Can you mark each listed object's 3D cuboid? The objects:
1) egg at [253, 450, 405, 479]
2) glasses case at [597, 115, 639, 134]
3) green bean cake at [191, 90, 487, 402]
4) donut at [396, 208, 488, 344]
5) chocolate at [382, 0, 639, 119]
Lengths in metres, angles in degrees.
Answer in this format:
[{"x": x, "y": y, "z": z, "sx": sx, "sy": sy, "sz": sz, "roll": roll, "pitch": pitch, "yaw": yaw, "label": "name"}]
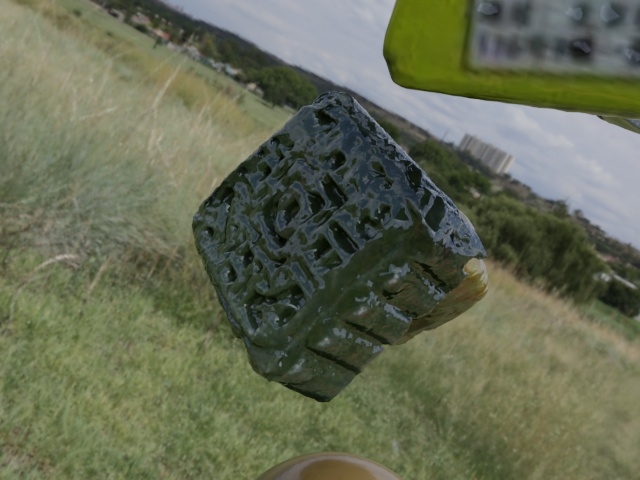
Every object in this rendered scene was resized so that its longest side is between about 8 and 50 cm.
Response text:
[{"x": 0.003, "y": 0.432, "z": 0.871, "sx": 0.301, "sy": 0.374, "sz": 0.301, "roll": 12, "pitch": 42, "yaw": -11, "label": "egg"}, {"x": 0.485, "y": -0.195, "z": 0.810, "sx": 0.083, "sy": 0.308, "sz": 0.128, "roll": 56, "pitch": 6, "yaw": -43, "label": "glasses case"}, {"x": 0.000, "y": 0.000, "z": 0.512, "sx": 0.094, "sy": 0.181, "sz": 0.173, "roll": 35, "pitch": 18, "yaw": -50, "label": "green bean cake"}, {"x": 0.049, "y": 0.046, "z": 0.957, "sx": 0.360, "sy": 0.360, "sz": 0.170, "roll": 19, "pitch": 51, "yaw": -52, "label": "donut"}, {"x": 0.209, "y": -0.149, "z": 0.396, "sx": 0.300, "sy": 0.137, "sz": 0.289, "roll": 8, "pitch": 20, "yaw": 14, "label": "chocolate"}]
